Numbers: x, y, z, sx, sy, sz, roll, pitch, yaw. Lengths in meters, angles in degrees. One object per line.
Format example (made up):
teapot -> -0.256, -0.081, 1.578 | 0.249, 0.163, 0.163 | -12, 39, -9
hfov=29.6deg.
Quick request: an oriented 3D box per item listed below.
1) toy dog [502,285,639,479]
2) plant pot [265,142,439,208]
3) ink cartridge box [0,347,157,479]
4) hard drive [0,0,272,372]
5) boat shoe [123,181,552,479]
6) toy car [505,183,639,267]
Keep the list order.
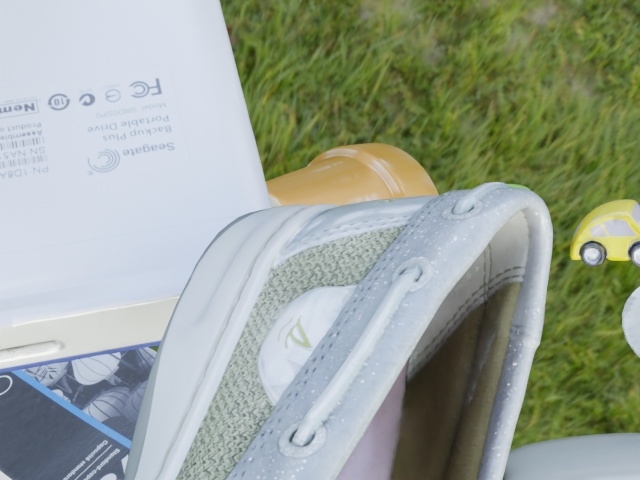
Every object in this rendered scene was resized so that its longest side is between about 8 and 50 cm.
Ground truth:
toy dog -> 0.166, 0.088, 0.552 | 0.334, 0.220, 0.161 | -36, 110, -27
plant pot -> 0.000, 0.000, 1.314 | 0.188, 0.205, 0.205 | -7, 70, -43
ink cartridge box -> -0.177, 0.168, 1.016 | 0.333, 0.065, 0.165 | 22, 54, 39
hard drive -> -0.150, -0.093, 0.524 | 0.210, 0.040, 0.318 | -10, 60, -10
boat shoe -> -0.004, 0.119, 0.320 | 0.118, 0.103, 0.320 | 47, 45, -35
toy car -> 0.187, -0.015, 1.114 | 0.239, 0.225, 0.053 | -8, 104, -8
